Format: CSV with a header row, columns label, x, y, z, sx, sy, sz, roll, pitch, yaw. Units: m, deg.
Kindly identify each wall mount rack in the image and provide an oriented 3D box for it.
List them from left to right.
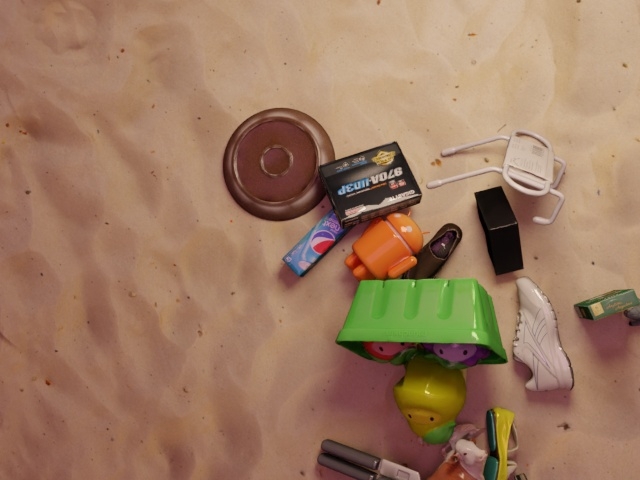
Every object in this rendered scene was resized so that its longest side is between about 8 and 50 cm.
label,x,y,z,sx,sy,sz,roll,pitch,yaw
wall mount rack,0.437,-0.169,1.739,0.304,0.350,0.130,22,124,7

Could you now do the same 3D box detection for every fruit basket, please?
label,x,y,z,sx,sy,sz,roll,pitch,yaw
fruit basket,0.245,0.291,1.703,0.392,0.283,0.391,-10,66,24

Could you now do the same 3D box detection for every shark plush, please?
label,x,y,z,sx,sy,sz,roll,pitch,yaw
shark plush,0.819,0.181,1.744,0.161,0.067,0.073,9,87,9

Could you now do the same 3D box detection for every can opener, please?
label,x,y,z,sx,sy,sz,roll,pitch,yaw
can opener,0.117,0.567,1.777,0.280,0.093,0.074,15,87,30

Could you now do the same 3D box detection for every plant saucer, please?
label,x,y,z,sx,sy,sz,roll,pitch,yaw
plant saucer,-0.116,-0.208,1.916,0.311,0.050,0.310,-1,85,8

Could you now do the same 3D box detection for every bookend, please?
label,x,y,z,sx,sy,sz,roll,pitch,yaw
bookend,0.447,-0.025,1.799,0.072,0.156,0.157,-14,128,7

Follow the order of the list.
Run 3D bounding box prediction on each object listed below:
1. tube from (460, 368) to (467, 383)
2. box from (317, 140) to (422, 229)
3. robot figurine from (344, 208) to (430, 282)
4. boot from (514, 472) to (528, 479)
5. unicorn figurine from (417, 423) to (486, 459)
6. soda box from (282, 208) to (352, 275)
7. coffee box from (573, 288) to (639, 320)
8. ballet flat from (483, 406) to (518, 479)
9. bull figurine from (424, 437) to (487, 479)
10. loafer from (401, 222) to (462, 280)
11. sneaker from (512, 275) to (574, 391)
label,x,y,z,sx,sy,sz,roll,pitch,yaw
tube,0.345,0.266,1.812,0.062,0.070,0.240,11,92,-32
box,0.124,-0.143,1.828,0.220,0.051,0.175,-18,65,-7
robot figurine,0.167,0.016,1.819,0.219,0.158,0.128,-38,103,4
boot,0.447,0.700,1.752,0.179,0.085,0.236,-10,85,10
unicorn figurine,0.320,0.487,1.797,0.162,0.060,0.111,27,94,6
soda box,0.000,0.000,1.871,0.210,0.071,0.067,-45,81,3
coffee box,0.677,0.153,1.707,0.113,0.184,0.040,-21,82,6
ballet flat,0.449,0.530,1.773,0.077,0.077,0.230,5,85,-8
bull figurine,0.322,0.620,1.737,0.310,0.101,0.188,-47,70,26
loafer,0.279,0.044,1.824,0.080,0.078,0.220,34,91,9
sneaker,0.526,0.235,1.766,0.129,0.111,0.297,-16,83,12
